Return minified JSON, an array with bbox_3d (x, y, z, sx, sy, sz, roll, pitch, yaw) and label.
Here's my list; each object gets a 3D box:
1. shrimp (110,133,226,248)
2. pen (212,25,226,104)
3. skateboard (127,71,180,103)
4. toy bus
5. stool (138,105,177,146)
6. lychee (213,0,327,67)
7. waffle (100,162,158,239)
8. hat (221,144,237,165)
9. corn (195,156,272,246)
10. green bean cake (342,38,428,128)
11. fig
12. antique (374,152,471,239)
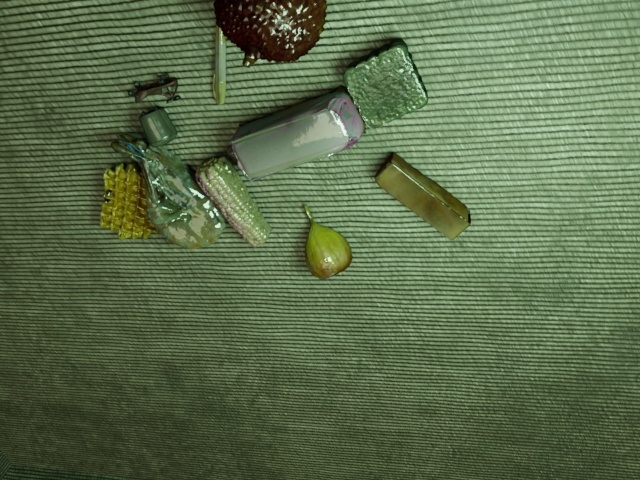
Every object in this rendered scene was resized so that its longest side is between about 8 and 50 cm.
[{"bbox_3d":[-0.489,-0.156,1.733,0.221,0.110,0.446,-40,106,-1],"label":"shrimp"},{"bbox_3d":[-0.286,-0.499,1.526,0.040,0.032,0.234,25,128,25],"label":"pen"},{"bbox_3d":[-0.484,-0.439,1.596,0.151,0.067,0.080,-11,130,15],"label":"skateboard"},{"bbox_3d":[-0.061,-0.292,1.535,0.386,0.162,0.171,-16,118,22],"label":"toy bus"},{"bbox_3d":[-0.494,-0.346,1.638,0.096,0.096,0.110,-14,113,21],"label":"stool"},{"bbox_3d":[-0.112,-0.558,1.301,0.275,0.276,0.304,24,100,-4],"label":"lychee"},{"bbox_3d":[-0.648,-0.131,1.840,0.309,0.065,0.283,-21,119,20],"label":"waffle"},{"bbox_3d":[-0.272,-0.271,1.677,0.058,0.042,0.087,34,158,-8],"label":"hat"},{"bbox_3d":[-0.274,-0.116,1.729,0.126,0.127,0.335,-18,119,23],"label":"corn"},{"bbox_3d":[0.172,-0.413,1.434,0.184,0.094,0.183,-23,117,20],"label":"green bean cake"},{"bbox_3d":[0.000,0.000,1.753,0.159,0.159,0.257,-19,101,24],"label":"fig"},{"bbox_3d":[0.303,-0.134,1.601,0.310,0.093,0.087,35,124,-12],"label":"antique"}]
